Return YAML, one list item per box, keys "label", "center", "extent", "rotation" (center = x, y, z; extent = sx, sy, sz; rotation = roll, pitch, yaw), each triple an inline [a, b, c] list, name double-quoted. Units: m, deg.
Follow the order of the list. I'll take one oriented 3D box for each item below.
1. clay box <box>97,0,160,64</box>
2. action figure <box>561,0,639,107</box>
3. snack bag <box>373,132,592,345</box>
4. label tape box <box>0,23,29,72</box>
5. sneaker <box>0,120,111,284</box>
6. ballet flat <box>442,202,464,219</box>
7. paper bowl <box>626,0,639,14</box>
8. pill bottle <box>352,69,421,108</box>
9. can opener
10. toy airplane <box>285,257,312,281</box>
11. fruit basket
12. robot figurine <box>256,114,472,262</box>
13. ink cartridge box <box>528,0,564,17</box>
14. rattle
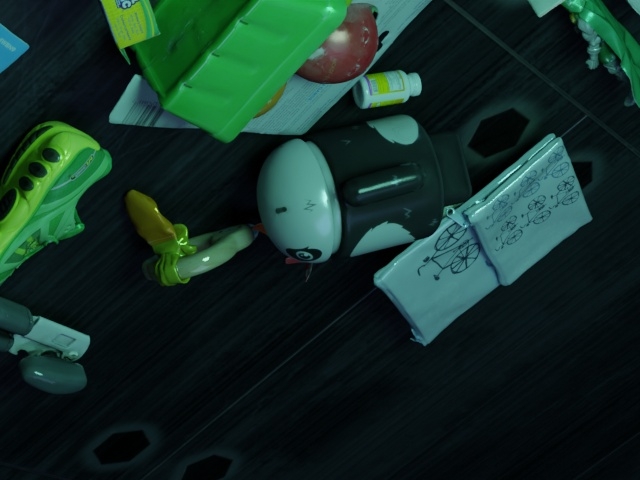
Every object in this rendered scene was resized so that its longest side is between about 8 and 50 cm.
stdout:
- label: "clay box"
  center: [-0.222, -0.298, 1.492]
  extent: [0.053, 0.127, 0.222]
  rotation: [-22, 145, -4]
- label: "action figure"
  center: [0.370, -0.268, 1.917]
  extent: [0.063, 0.137, 0.232]
  rotation: [-26, 138, 22]
- label: "snack bag"
  center: [0.245, 0.012, 2.161]
  extent: [0.342, 0.037, 0.323]
  rotation: [-38, 154, 0]
- label: "label tape box"
  center: [-0.513, -0.183, 1.477]
  extent: [0.348, 0.115, 0.249]
  rotation: [-37, 143, 10]
- label: "sneaker"
  center: [-0.356, -0.014, 1.782]
  extent: [0.123, 0.109, 0.295]
  rotation: [19, 125, -40]
- label: "ballet flat"
  center: [0.169, -0.044, 2.099]
  extent: [0.074, 0.074, 0.203]
  rotation: [-38, 149, 17]
- label: "paper bowl"
  center: [0.495, -0.385, 1.803]
  extent: [0.284, 0.148, 0.284]
  rotation: [-17, 145, -13]
- label: "pill bottle"
  center: [0.086, -0.196, 1.878]
  extent: [0.083, 0.043, 0.043]
  rotation: [-10, 141, -20]
- label: "can opener"
  center: [-0.415, 0.132, 1.942]
  extent: [0.076, 0.095, 0.283]
  rotation: [-40, 142, 18]
- label: "toy airplane"
  center: [0.000, 0.000, 2.085]
  extent: [0.151, 0.028, 0.151]
  rotation: [-15, 143, -12]
- label: "fruit basket"
  center: [-0.038, -0.243, 1.685]
  extent: [0.327, 0.165, 0.353]
  rotation: [-45, 159, 31]
- label: "robot figurine"
  center: [0.055, -0.066, 1.911]
  extent: [0.278, 0.173, 0.209]
  rotation: [-13, 142, -17]
- label: "ink cartridge box"
  center: [0.313, -0.390, 1.586]
  extent: [0.296, 0.261, 0.066]
  rotation: [-33, 143, 11]
- label: "rattle"
  center: [-0.157, -0.030, 1.952]
  extent: [0.200, 0.142, 0.130]
  rotation: [-27, 180, -24]
